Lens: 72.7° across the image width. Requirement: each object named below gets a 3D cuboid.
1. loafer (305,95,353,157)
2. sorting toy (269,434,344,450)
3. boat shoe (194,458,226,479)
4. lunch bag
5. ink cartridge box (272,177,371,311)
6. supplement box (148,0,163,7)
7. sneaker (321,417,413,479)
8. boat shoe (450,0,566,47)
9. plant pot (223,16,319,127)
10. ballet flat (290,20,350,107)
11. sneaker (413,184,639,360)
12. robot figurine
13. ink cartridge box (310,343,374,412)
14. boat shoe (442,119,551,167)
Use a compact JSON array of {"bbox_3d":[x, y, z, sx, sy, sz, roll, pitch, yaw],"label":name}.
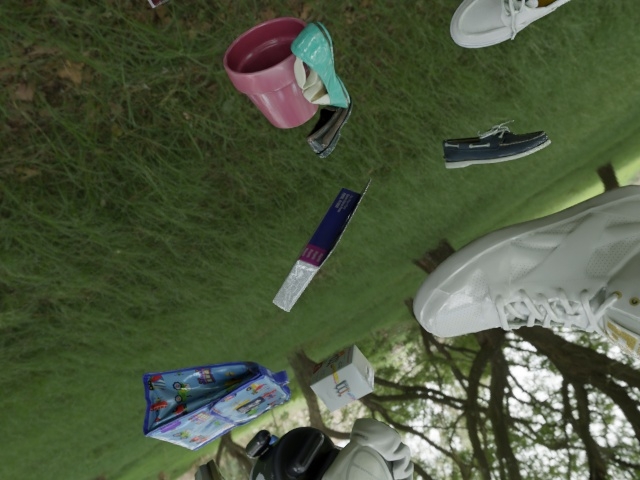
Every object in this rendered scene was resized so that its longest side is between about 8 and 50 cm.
[{"bbox_3d":[0.029,-0.377,1.347,0.096,0.084,0.267,-19,-137,46],"label":"loafer"},{"bbox_3d":[0.002,0.647,1.227,0.348,0.196,0.047,2,-175,30],"label":"sorting toy"},{"bbox_3d":[-0.173,0.476,0.696,0.103,0.113,0.302,-29,-160,-17],"label":"boat shoe"},{"bbox_3d":[-0.212,0.352,0.993,0.293,0.138,0.221,-20,144,3],"label":"lunch bag"},{"bbox_3d":[0.000,0.000,1.242,0.324,0.071,0.330,-60,-179,-42],"label":"ink cartridge box"},{"bbox_3d":[-0.290,-0.610,0.955,0.239,0.073,0.130,-1,-141,45],"label":"supplement box"},{"bbox_3d":[0.089,0.387,0.575,0.110,0.292,0.118,-16,-168,48],"label":"sneaker"},{"bbox_3d":[0.392,-0.470,0.819,0.367,0.135,0.156,-5,-164,46],"label":"boat shoe"},{"bbox_3d":[-0.091,-0.364,0.984,0.201,0.201,0.180,-32,141,-3],"label":"plant pot"},{"bbox_3d":[-0.006,-0.327,0.872,0.087,0.083,0.247,-37,160,3],"label":"ballet flat"},{"bbox_3d":[0.249,0.060,0.441,0.293,0.169,0.108,-27,126,10],"label":"sneaker"},{"bbox_3d":[-0.059,0.535,0.990,0.174,0.209,0.278,3,142,-31],"label":"robot figurine"},{"bbox_3d":[0.077,0.466,1.482,0.176,0.127,0.128,-33,-170,15],"label":"ink cartridge box"},{"bbox_3d":[0.402,-0.228,1.024,0.095,0.079,0.254,-26,-165,-32],"label":"boat shoe"}]
